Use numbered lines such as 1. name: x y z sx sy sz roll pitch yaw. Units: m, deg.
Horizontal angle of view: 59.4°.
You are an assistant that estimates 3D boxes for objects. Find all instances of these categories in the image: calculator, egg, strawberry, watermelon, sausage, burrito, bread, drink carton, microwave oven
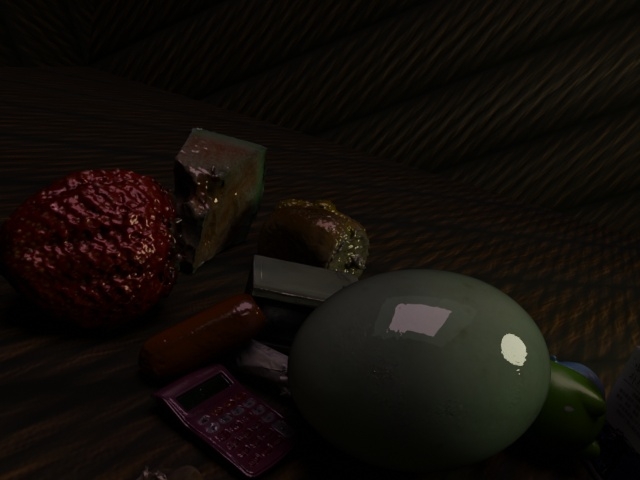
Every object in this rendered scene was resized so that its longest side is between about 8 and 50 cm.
1. calculator: -0.127 0.244 0.768 0.190 0.034 0.127 32 24 23
2. egg: 0.142 0.177 0.788 0.389 0.276 0.276 5 23 -22
3. strawberry: -0.370 0.003 0.913 0.288 0.238 0.250 0 22 -46
4. watermelon: -0.256 -0.100 1.252 0.151 0.264 0.302 20 24 14
5. sausage: -0.178 0.146 0.846 0.198 0.076 0.076 -25 36 -18
6. burrito: -0.106 0.189 0.887 0.203 0.064 0.064 22 21 21
7. bread: 0.000 0.000 1.295 0.246 0.176 0.196 27 25 27
8. drink carton: 0.504 0.289 0.844 0.102 0.222 0.134 13 20 -7
9. microwave oven: -0.035 0.126 1.006 0.205 0.129 0.163 13 18 -10

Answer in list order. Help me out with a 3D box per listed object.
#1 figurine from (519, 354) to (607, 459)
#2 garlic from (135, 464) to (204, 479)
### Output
1. figurine: 0.347 0.251 0.936 0.143 0.162 0.263 -11 21 -33
2. garlic: -0.149 0.281 0.563 0.131 0.127 0.194 39 -3 8
